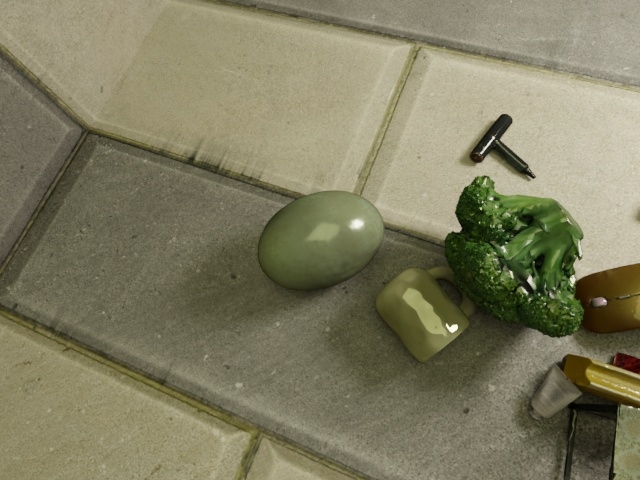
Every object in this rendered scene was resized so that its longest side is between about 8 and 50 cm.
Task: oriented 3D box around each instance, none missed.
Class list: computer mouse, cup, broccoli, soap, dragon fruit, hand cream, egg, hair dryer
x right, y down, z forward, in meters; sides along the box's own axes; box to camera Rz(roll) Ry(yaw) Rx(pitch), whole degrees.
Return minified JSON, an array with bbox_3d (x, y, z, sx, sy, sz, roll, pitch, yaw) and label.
[{"bbox_3d":[0.796,0.139,1.097,0.310,0.072,0.158,-14,63,22],"label":"computer mouse"},{"bbox_3d":[0.288,0.161,1.149,0.255,0.173,0.202,-37,71,-5],"label":"cup"},{"bbox_3d":[0.479,0.047,1.084,0.310,0.321,0.413,-27,64,5],"label":"broccoli"},{"bbox_3d":[0.686,0.337,1.026,0.232,0.140,0.073,17,75,25],"label":"soap"},{"bbox_3d":[0.782,0.338,1.076,0.131,0.097,0.063,38,83,-1],"label":"dragon fruit"},{"bbox_3d":[0.554,0.376,1.066,0.053,0.142,0.084,7,32,-29],"label":"hand cream"},{"bbox_3d":[0.000,0.000,1.205,0.352,0.258,0.258,-26,69,1],"label":"egg"},{"bbox_3d":[0.578,-0.269,1.334,0.195,0.050,0.173,36,80,14],"label":"hair dryer"}]

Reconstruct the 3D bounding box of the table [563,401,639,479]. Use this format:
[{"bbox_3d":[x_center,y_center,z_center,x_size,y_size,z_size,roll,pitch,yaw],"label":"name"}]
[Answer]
[{"bbox_3d":[0.723,0.490,0.916,0.335,0.272,0.222,13,73,13],"label":"table"}]
